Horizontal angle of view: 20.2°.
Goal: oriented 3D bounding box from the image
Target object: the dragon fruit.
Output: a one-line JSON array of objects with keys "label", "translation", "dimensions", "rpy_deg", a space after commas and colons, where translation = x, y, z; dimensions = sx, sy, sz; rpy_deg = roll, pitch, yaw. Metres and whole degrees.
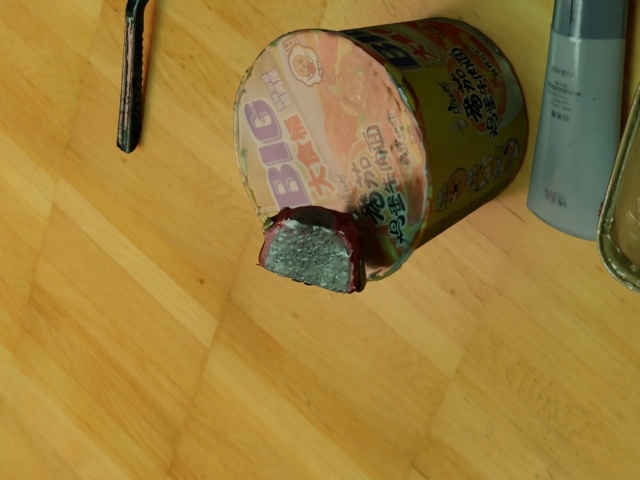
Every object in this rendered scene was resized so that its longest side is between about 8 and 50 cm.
[{"label": "dragon fruit", "translation": [0.000, 0.000, 1.340], "dimensions": [0.083, 0.060, 0.056], "rpy_deg": [13, 113, 12]}]

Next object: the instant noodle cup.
[{"label": "instant noodle cup", "translation": [0.056, -0.080, 1.401], "dimensions": [0.205, 0.153, 0.205], "rpy_deg": [19, 118, 41]}]

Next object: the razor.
[{"label": "razor", "translation": [-0.175, -0.166, 1.684], "dimensions": [0.066, 0.033, 0.190], "rpy_deg": [34, 128, 32]}]

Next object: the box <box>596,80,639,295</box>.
[{"label": "box", "translation": [0.256, -0.039, 1.251], "dimensions": [0.111, 0.111, 0.177], "rpy_deg": [31, 123, 33]}]

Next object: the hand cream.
[{"label": "hand cream", "translation": [0.193, -0.121, 1.326], "dimensions": [0.079, 0.048, 0.255], "rpy_deg": [27, 126, 42]}]
